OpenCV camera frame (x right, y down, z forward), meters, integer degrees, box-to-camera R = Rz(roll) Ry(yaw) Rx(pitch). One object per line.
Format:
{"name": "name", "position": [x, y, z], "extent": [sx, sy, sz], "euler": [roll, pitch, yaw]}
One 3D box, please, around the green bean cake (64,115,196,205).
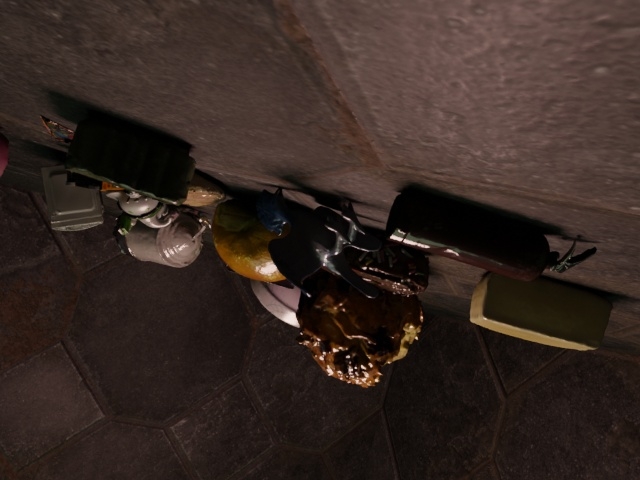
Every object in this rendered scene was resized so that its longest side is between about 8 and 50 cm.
{"name": "green bean cake", "position": [-0.301, -0.119, 0.958], "extent": [0.183, 0.094, 0.185], "euler": [18, 173, -19]}

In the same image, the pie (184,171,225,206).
{"name": "pie", "position": [-0.277, -0.106, 1.185], "extent": [0.185, 0.052, 0.218], "euler": [20, 171, -24]}

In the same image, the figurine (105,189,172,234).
{"name": "figurine", "position": [-0.401, -0.090, 1.369], "extent": [0.147, 0.126, 0.192], "euler": [-19, 165, -2]}

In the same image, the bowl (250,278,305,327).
{"name": "bowl", "position": [-0.054, 0.112, 1.792], "extent": [0.286, 0.144, 0.287], "euler": [27, -154, -14]}

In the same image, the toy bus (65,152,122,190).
{"name": "toy bus", "position": [-0.467, -0.141, 1.244], "extent": [0.162, 0.070, 0.074], "euler": [12, -171, 43]}

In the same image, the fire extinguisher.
{"name": "fire extinguisher", "position": [0.227, -0.002, 0.813], "extent": [0.267, 0.072, 0.089], "euler": [17, 137, -4]}

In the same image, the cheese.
{"name": "cheese", "position": [0.455, 0.152, 1.290], "extent": [0.242, 0.124, 0.265], "euler": [19, 175, 11]}

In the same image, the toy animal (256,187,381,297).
{"name": "toy animal", "position": [0.000, 0.000, 1.032], "extent": [0.239, 0.256, 0.176], "euler": [-31, -179, -43]}

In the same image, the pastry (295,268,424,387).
{"name": "pastry", "position": [0.091, 0.180, 1.556], "extent": [0.337, 0.292, 0.405], "euler": [42, -157, 14]}

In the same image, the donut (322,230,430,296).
{"name": "donut", "position": [0.113, 0.045, 1.304], "extent": [0.269, 0.103, 0.270], "euler": [17, 172, 3]}

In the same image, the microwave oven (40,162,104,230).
{"name": "microwave oven", "position": [-0.590, -0.105, 1.445], "extent": [0.122, 0.162, 0.208], "euler": [-9, -177, -21]}

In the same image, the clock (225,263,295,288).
{"name": "clock", "position": [-0.141, 0.031, 1.589], "extent": [0.193, 0.145, 0.073], "euler": [17, -175, -6]}

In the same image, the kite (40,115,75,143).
{"name": "kite", "position": [-0.448, -0.184, 1.122], "extent": [0.183, 0.014, 0.241], "euler": [12, 171, 23]}

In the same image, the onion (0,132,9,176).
{"name": "onion", "position": [-0.759, -0.182, 1.226], "extent": [0.200, 0.201, 0.207], "euler": [22, -168, -42]}

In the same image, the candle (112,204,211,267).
{"name": "candle", "position": [-0.435, -0.017, 1.747], "extent": [0.330, 0.188, 0.187], "euler": [10, 171, 36]}

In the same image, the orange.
{"name": "orange", "position": [-0.118, 0.003, 1.238], "extent": [0.237, 0.159, 0.179], "euler": [11, 177, 27]}
